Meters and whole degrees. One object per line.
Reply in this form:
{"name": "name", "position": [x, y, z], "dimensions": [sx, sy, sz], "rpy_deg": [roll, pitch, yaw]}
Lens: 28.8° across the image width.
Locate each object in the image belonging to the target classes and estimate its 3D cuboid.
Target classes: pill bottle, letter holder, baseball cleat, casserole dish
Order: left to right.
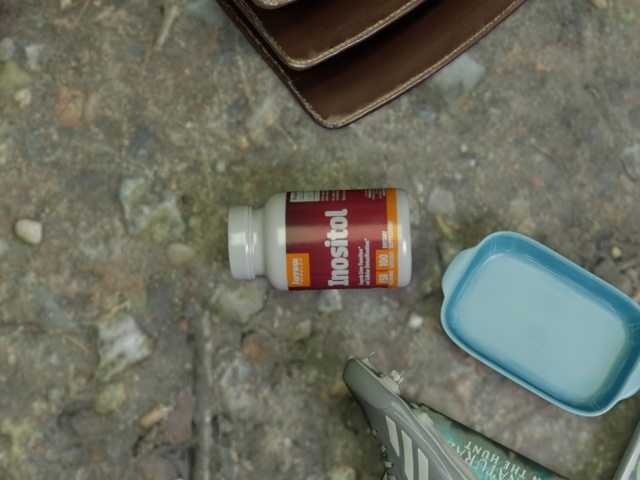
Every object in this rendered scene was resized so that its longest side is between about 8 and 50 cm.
{"name": "pill bottle", "position": [0.000, 0.000, 1.062], "dimensions": [0.152, 0.086, 0.086], "rpy_deg": [-2, 77, 2]}
{"name": "letter holder", "position": [0.067, -0.267, 1.087], "dimensions": [0.302, 0.152, 0.214], "rpy_deg": [-37, 81, -6]}
{"name": "baseball cleat", "position": [0.069, 0.192, 0.998], "dimensions": [0.109, 0.072, 0.206], "rpy_deg": [-43, 76, 0]}
{"name": "casserole dish", "position": [0.190, 0.072, 1.065], "dimensions": [0.188, 0.037, 0.114], "rpy_deg": [31, 80, 7]}

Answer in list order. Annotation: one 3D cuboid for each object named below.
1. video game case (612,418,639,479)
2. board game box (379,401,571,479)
{"name": "video game case", "position": [0.307, 0.250, 1.013], "dimensions": [0.173, 0.022, 0.190], "rpy_deg": [28, 80, -3]}
{"name": "board game box", "position": [0.136, 0.233, 1.036], "dimensions": [0.186, 0.026, 0.126], "rpy_deg": [26, 79, 7]}
